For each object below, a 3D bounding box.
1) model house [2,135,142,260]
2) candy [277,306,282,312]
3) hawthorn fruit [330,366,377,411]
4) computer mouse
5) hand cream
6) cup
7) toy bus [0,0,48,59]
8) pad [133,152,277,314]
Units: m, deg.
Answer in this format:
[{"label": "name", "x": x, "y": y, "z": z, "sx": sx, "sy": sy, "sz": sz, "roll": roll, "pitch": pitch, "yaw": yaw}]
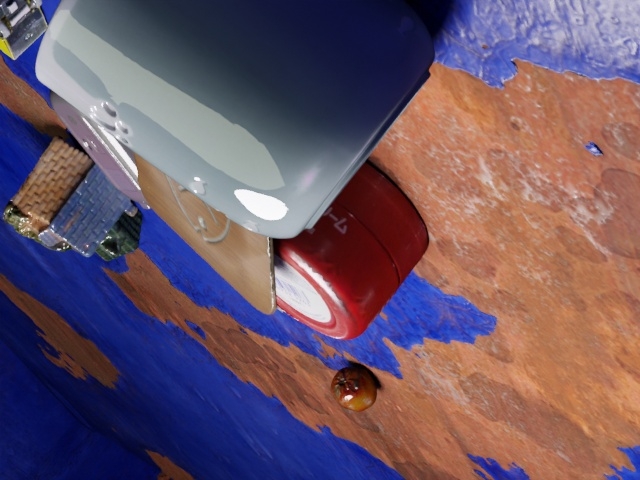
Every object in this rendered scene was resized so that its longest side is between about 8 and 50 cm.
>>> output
[{"label": "model house", "x": -0.373, "y": -0.040, "z": 2.096, "sx": 0.172, "sy": 0.166, "sz": 0.183, "roll": 26, "pitch": 168, "yaw": 23}, {"label": "candy", "x": -0.109, "y": 0.057, "z": 2.004, "sx": 0.175, "sy": 0.043, "sz": 0.045, "roll": 31, "pitch": 156, "yaw": 31}, {"label": "hawthorn fruit", "x": 0.054, "y": 0.237, "z": 2.063, "sx": 0.077, "sy": 0.077, "sz": 0.077, "roll": 34, "pitch": 159, "yaw": 15}, {"label": "computer mouse", "x": -0.303, "y": -0.144, "z": 1.889, "sx": 0.120, "sy": 0.057, "sz": 0.232, "roll": 9, "pitch": 141, "yaw": 54}, {"label": "hand cream", "x": 0.000, "y": 0.000, "z": 1.543, "sx": 0.230, "sy": 0.149, "sz": 0.230, "roll": 34, "pitch": 162, "yaw": 13}, {"label": "cup", "x": -0.057, "y": -0.167, "z": 1.197, "sx": 0.274, "sy": 0.259, "sz": 0.357, "roll": 39, "pitch": -169, "yaw": 1}, {"label": "toy bus", "x": -0.418, "y": -0.331, "z": 1.669, "sx": 0.074, "sy": 0.081, "sz": 0.226, "roll": 36, "pitch": 164, "yaw": 22}, {"label": "pad", "x": -0.139, "y": -0.080, "z": 1.466, "sx": 0.286, "sy": 0.018, "sz": 0.284, "roll": 42, "pitch": 148, "yaw": 36}]
